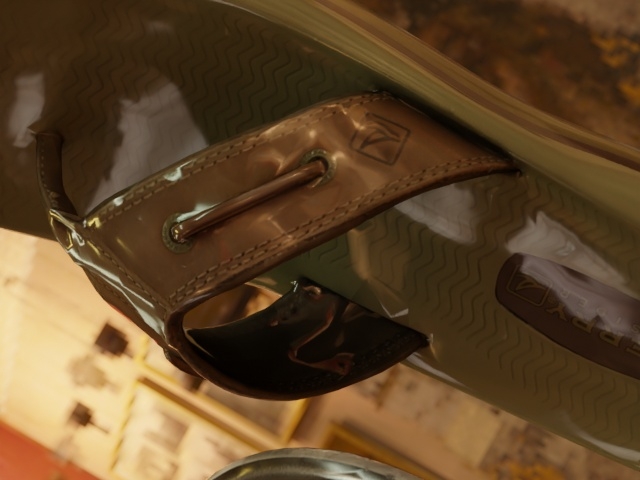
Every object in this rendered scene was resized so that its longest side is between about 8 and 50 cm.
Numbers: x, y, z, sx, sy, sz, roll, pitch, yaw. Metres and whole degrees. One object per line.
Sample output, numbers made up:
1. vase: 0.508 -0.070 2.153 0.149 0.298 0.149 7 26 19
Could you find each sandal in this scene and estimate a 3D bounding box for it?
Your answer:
1. sandal: 0.001 -0.001 0.509 0.086 0.303 0.120 -61 -11 -46

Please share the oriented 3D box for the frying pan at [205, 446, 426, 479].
1. frying pan: 0.028 0.197 0.396 0.053 0.197 0.326 -25 -62 -37
